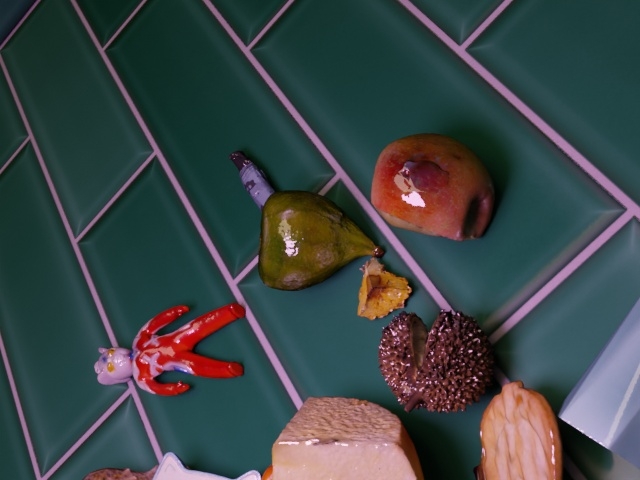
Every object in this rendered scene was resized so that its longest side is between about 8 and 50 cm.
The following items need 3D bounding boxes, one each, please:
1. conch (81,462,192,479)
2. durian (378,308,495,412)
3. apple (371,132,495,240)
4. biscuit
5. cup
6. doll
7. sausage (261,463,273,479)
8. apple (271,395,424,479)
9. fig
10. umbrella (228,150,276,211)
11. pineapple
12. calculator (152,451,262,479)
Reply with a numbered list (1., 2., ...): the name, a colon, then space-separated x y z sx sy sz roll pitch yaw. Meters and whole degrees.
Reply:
1. conch: -0.391 0.532 1.621 0.291 0.159 0.210 -36 51 18
2. durian: 0.176 0.198 1.319 0.196 0.167 0.196 -37 17 13
3. apple: 0.196 -0.093 1.432 0.188 0.207 0.174 15 120 33
4. biscuit: 0.292 0.336 1.209 0.203 0.041 0.260 145 126 -61
5. cup: 0.447 0.183 1.146 0.148 0.134 0.235 35 92 39
6. doll: -0.327 0.237 1.754 0.384 0.099 0.188 -17 61 28
7. sausage: -0.074 0.515 1.422 0.093 0.093 0.312 -6 69 36
8. apple: 0.027 0.423 1.289 0.314 0.252 0.309 9 106 57
9. fig: 0.000 0.000 1.584 0.235 0.203 0.203 2 66 -4
10. umbrella: -0.129 -0.112 1.778 0.052 0.053 0.250 -41 49 6
11. pineapple: 0.098 0.077 1.501 0.114 0.077 0.114 -37 49 24
12. calculator: -0.228 0.594 1.494 0.256 0.054 0.386 6 74 19
